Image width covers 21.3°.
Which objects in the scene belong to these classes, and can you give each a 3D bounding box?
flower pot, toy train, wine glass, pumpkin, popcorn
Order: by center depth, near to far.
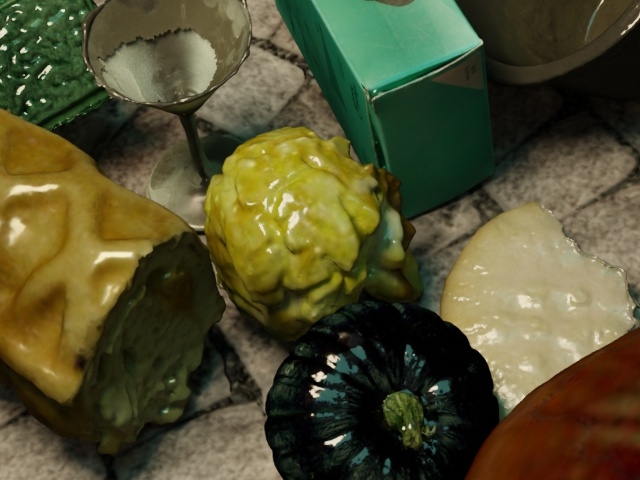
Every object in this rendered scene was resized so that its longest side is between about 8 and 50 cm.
[{"bbox_3d":[0.050,0.141,1.382,0.194,0.150,0.194,14,49,-16],"label":"pumpkin"},{"bbox_3d":[0.000,0.000,1.477,0.213,0.198,0.198,10,55,-13],"label":"popcorn"},{"bbox_3d":[-0.119,-0.112,1.523,0.156,0.232,0.156,-3,57,5],"label":"wine glass"},{"bbox_3d":[0.266,-0.233,1.572,0.269,0.166,0.269,-26,52,37],"label":"flower pot"},{"bbox_3d":[-0.314,-0.153,1.575,0.272,0.159,0.188,-31,18,-18],"label":"toy train"}]

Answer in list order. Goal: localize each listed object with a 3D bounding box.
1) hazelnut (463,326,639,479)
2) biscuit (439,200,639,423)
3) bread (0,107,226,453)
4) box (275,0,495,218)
[{"bbox_3d":[0.259,0.253,1.174,0.402,0.402,0.429,11,63,13],"label":"hazelnut"},{"bbox_3d":[0.198,0.074,1.482,0.188,0.040,0.265,-9,56,3],"label":"biscuit"},{"bbox_3d":[-0.226,0.035,1.443,0.252,0.238,0.196,26,62,31],"label":"bread"},{"bbox_3d":[0.046,-0.202,1.583,0.118,0.205,0.311,-24,56,-4],"label":"box"}]
